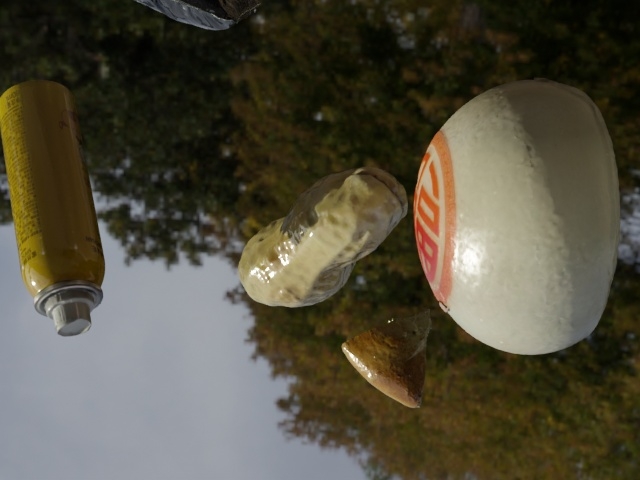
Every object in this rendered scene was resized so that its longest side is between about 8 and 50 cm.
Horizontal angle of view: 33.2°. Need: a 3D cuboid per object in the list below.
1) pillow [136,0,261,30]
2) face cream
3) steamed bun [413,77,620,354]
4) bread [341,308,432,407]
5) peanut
[{"bbox_3d":[-0.160,-0.250,0.972,0.208,0.055,0.141,26,-155,-2],"label":"pillow"},{"bbox_3d":[-0.341,-0.040,1.372,0.105,0.105,0.348,-4,-121,-22],"label":"face cream"},{"bbox_3d":[0.186,-0.023,1.097,0.177,0.283,0.283,-1,-158,-3],"label":"steamed bun"},{"bbox_3d":[0.099,0.172,1.654,0.136,0.154,0.054,7,167,12],"label":"bread"},{"bbox_3d":[0.000,0.000,1.352,0.130,0.290,0.130,18,-127,-26],"label":"peanut"}]
